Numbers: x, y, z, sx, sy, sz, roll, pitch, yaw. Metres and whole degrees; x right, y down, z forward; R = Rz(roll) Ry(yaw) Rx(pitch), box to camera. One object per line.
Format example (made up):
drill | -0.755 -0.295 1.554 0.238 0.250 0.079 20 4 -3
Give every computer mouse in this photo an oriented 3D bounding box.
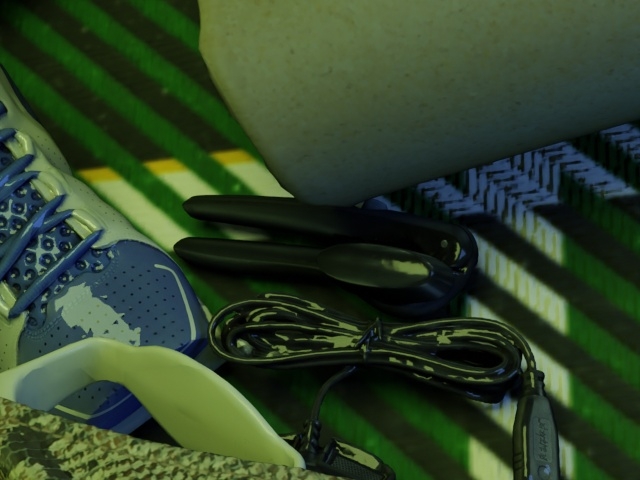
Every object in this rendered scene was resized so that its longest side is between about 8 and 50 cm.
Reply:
computer mouse | 0.025 0.152 0.927 0.184 0.060 0.262 2 60 7

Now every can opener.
can opener | 0.000 0.000 1.019 0.186 0.073 0.059 12 73 34

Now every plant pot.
plant pot | 0.090 -0.170 0.948 0.305 0.334 0.334 -24 56 13

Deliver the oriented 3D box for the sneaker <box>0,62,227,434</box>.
sneaker | -0.197 -0.031 1.025 0.127 0.182 0.315 -40 57 -6

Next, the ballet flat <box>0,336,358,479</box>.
ballet flat | -0.166 0.110 0.896 0.482 0.164 0.182 15 50 24
